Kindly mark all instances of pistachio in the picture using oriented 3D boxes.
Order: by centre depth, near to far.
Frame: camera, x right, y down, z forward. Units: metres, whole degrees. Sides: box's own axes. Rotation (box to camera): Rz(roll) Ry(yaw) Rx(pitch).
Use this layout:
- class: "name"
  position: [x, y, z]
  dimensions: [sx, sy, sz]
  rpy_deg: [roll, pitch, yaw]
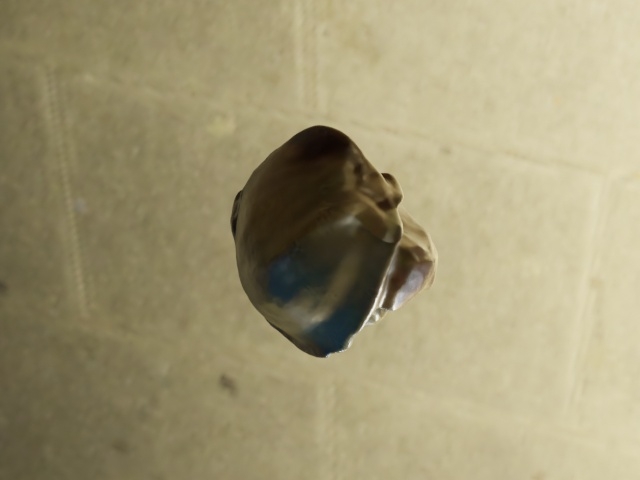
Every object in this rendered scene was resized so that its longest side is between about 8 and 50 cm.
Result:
- class: "pistachio"
  position: [0.000, 0.000, 1.363]
  dimensions: [0.130, 0.165, 0.210]
  rpy_deg: [4, -176, -35]
